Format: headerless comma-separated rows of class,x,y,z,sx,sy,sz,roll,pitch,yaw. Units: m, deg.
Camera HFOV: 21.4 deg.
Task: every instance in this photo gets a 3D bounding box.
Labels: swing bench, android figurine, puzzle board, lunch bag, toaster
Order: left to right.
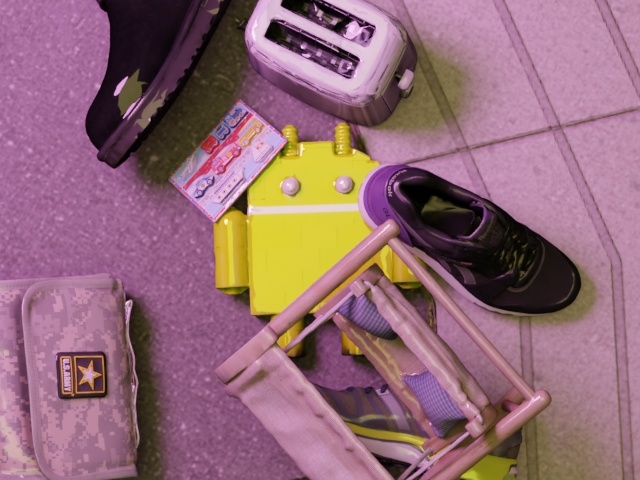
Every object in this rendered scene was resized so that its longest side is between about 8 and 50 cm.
lunch bag,-0.346,0.165,1.913,0.287,0.169,0.235,-5,82,-5
puzzle board,-0.109,-0.094,1.968,0.128,0.011,0.096,-49,53,0
android figurine,0.000,0.000,1.960,0.248,0.056,0.273,0,88,3
toaster,0.003,-0.226,1.928,0.227,0.146,0.129,28,87,5
swing bench,0.059,0.154,1.785,0.254,0.165,0.253,-42,90,-2

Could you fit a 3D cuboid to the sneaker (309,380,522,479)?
sneaker,0.093,0.196,1.927,0.300,0.111,0.121,18,78,-2

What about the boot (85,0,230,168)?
boot,-0.250,-0.281,1.949,0.260,0.131,0.348,28,77,-2

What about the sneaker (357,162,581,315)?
sneaker,0.180,0.007,1.885,0.283,0.124,0.107,26,82,-15
